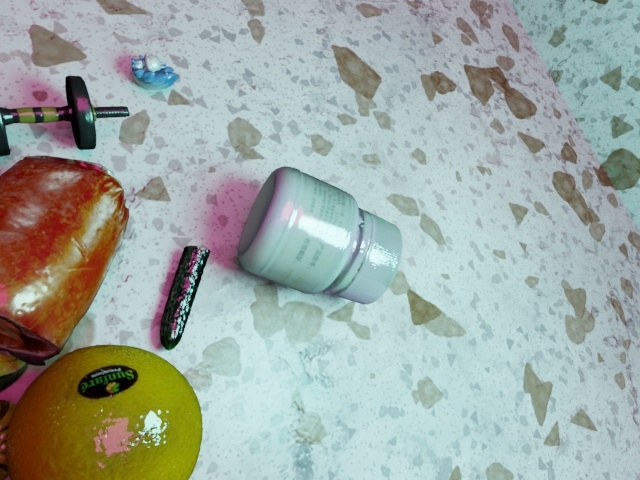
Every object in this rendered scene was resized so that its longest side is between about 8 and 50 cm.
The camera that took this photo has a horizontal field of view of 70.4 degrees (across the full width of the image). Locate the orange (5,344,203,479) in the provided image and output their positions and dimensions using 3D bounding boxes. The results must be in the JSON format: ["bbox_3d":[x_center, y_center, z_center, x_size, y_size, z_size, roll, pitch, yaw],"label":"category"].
[{"bbox_3d":[-0.317,0.292,0.687,0.274,0.274,0.274,11,65,-24],"label":"orange"}]

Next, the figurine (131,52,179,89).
[{"bbox_3d":[-0.377,-0.387,1.042,0.114,0.079,0.114,7,24,-3],"label":"figurine"}]

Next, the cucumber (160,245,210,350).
[{"bbox_3d":[-0.274,0.113,0.905,0.052,0.058,0.214,42,52,-49],"label":"cucumber"}]

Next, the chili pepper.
[{"bbox_3d":[-0.487,0.019,0.758,0.252,0.229,0.305,8,47,6],"label":"chili pepper"}]

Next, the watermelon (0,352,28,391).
[{"bbox_3d":[-0.582,0.209,0.716,0.182,0.075,0.092,27,15,-19],"label":"watermelon"}]

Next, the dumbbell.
[{"bbox_3d":[-0.534,-0.237,0.858,0.326,0.143,0.143,-13,76,-32],"label":"dumbbell"}]

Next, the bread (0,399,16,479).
[{"bbox_3d":[-0.516,0.313,0.687,0.130,0.071,0.139,42,57,-12],"label":"bread"}]

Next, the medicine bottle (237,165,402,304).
[{"bbox_3d":[0.000,0.000,0.986,0.302,0.241,0.241,23,61,-18],"label":"medicine bottle"}]
